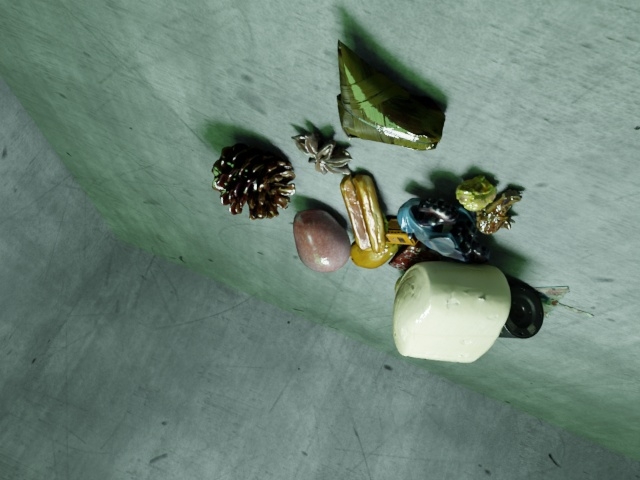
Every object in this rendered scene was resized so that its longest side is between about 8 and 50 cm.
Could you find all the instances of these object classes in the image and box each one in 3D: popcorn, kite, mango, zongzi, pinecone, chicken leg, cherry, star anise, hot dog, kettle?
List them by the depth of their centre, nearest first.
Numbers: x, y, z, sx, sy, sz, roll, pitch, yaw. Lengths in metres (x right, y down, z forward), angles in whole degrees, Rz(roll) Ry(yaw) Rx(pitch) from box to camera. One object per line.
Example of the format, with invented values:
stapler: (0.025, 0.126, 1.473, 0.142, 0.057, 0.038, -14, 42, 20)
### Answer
zongzi: (0.169, -0.360, 1.273, 0.286, 0.138, 0.300, 14, 153, 17)
popcorn: (0.460, -0.138, 1.512, 0.109, 0.096, 0.089, 10, 159, -1)
chicken leg: (0.539, -0.093, 1.568, 0.125, 0.080, 0.196, 7, 145, 14)
star anise: (0.019, -0.280, 1.665, 0.197, 0.073, 0.212, 14, 158, 31)
hot dog: (0.164, -0.090, 1.823, 0.135, 0.100, 0.337, 7, 130, 37)
pinecone: (-0.235, -0.199, 1.868, 0.296, 0.242, 0.298, 16, 150, 23)
kite: (0.902, 0.242, 2.001, 0.314, 0.011, 0.335, 18, 157, 15)
kettle: (0.681, 0.280, 2.055, 0.262, 0.203, 0.308, 28, 161, -12)
cherry: (0.000, 0.000, 2.081, 0.307, 0.221, 0.261, 59, 173, -16)
mango: (0.220, 0.037, 2.084, 0.156, 0.151, 0.249, -3, 165, -37)

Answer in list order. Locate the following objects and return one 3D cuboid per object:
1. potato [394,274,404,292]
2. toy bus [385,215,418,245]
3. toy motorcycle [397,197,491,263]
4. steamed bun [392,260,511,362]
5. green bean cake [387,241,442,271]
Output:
potato: (0.462, 0.258, 2.243, 0.307, 0.173, 0.210, 29, -167, -2)
toy bus: (0.304, -0.033, 1.894, 0.195, 0.088, 0.083, 4, 149, 40)
toy motorcycle: (0.409, -0.038, 1.720, 0.232, 0.172, 0.416, 11, 163, 43)
steamed bun: (0.455, 0.245, 1.909, 0.371, 0.289, 0.455, 6, 138, -8)
green bean cake: (0.376, 0.054, 1.998, 0.199, 0.097, 0.232, 19, 156, 10)
